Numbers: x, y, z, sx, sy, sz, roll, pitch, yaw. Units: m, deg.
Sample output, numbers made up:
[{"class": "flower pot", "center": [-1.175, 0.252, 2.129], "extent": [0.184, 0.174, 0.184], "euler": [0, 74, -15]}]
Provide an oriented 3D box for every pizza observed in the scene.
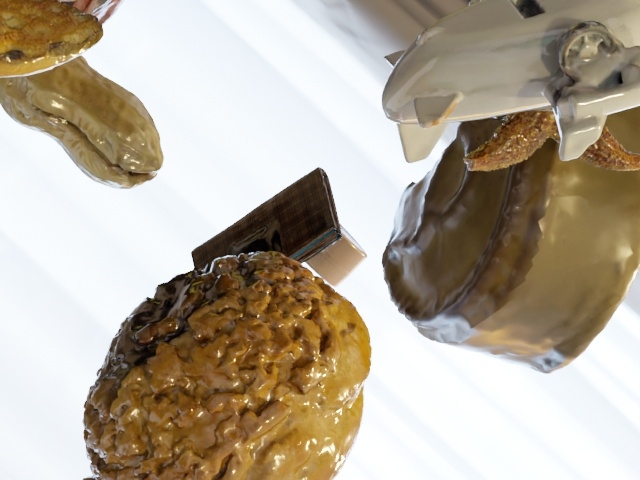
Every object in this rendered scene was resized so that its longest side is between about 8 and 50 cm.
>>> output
[{"class": "pizza", "center": [-0.256, -0.168, 0.970], "extent": [0.160, 0.099, 0.035], "euler": [-19, 146, -44]}]

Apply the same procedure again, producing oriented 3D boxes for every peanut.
[{"class": "peanut", "center": [-0.326, -0.176, 1.582], "extent": [0.130, 0.290, 0.130], "euler": [-52, 174, -8]}]

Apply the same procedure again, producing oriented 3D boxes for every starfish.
[{"class": "starfish", "center": [0.246, -0.148, 1.263], "extent": [0.227, 0.240, 0.043], "euler": [-58, 176, -5]}]

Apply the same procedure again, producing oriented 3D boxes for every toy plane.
[{"class": "toy plane", "center": [0.165, -0.142, 0.954], "extent": [0.244, 0.245, 0.117], "euler": [-48, 136, -35]}]

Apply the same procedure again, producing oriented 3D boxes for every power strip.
[{"class": "power strip", "center": [0.000, 0.000, 1.902], "extent": [0.078, 0.154, 0.154], "euler": [-44, 180, 4]}]

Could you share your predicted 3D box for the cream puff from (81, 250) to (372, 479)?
[{"class": "cream puff", "center": [-0.115, 0.158, 1.258], "extent": [0.343, 0.231, 0.327], "euler": [-25, -151, 34]}]

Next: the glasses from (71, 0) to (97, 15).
[{"class": "glasses", "center": [-0.236, -0.334, 1.138], "extent": [0.268, 0.118, 0.234], "euler": [-64, 163, -4]}]

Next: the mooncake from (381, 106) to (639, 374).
[{"class": "mooncake", "center": [0.249, -0.044, 1.516], "extent": [0.393, 0.246, 0.394], "euler": [-131, -122, -72]}]

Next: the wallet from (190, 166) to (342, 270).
[{"class": "wallet", "center": [-0.076, 0.003, 1.615], "extent": [0.230, 0.042, 0.124], "euler": [-31, -135, 18]}]

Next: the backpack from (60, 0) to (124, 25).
[{"class": "backpack", "center": [-0.316, -0.317, 1.363], "extent": [0.229, 0.229, 0.139], "euler": [-48, -137, 46]}]
